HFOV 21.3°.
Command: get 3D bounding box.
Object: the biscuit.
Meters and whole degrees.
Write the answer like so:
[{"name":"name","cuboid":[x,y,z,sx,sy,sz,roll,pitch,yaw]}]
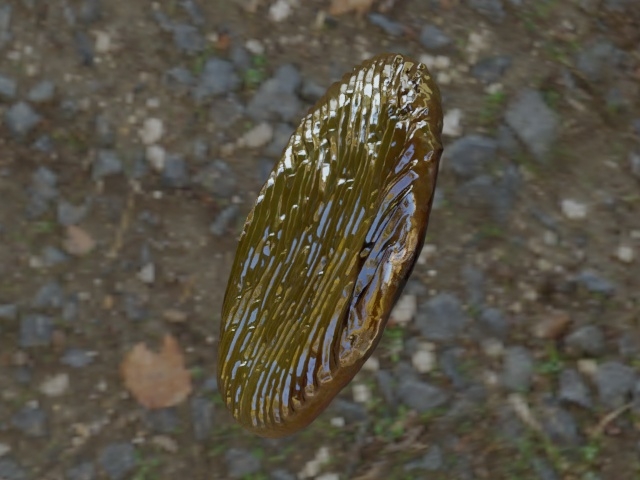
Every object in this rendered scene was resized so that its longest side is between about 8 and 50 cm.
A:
[{"name":"biscuit","cuboid":[0.000,0.000,1.315,0.318,0.040,0.318,-52,24,35]}]
